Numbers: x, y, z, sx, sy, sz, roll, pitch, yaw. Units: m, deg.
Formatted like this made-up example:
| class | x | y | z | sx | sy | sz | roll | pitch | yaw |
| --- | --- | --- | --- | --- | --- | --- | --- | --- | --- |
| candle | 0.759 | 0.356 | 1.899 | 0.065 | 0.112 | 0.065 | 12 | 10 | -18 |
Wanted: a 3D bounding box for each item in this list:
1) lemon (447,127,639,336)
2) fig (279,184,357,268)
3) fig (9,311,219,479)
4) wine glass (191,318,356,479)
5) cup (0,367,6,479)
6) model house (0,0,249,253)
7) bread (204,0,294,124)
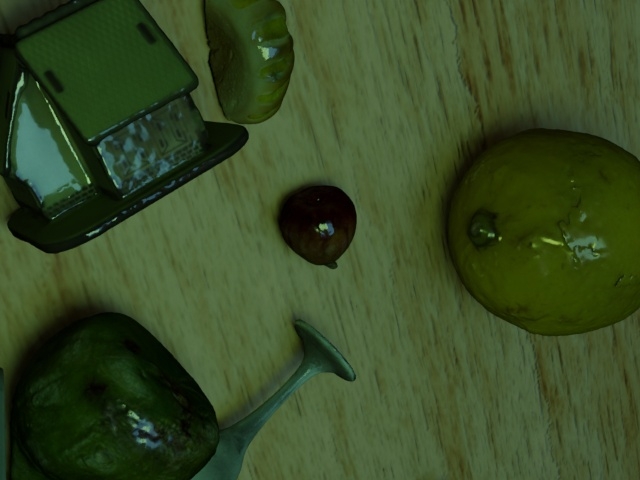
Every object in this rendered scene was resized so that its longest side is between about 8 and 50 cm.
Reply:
| class | x | y | z | sx | sy | sz | roll | pitch | yaw |
| --- | --- | --- | --- | --- | --- | --- | --- | --- | --- |
| lemon | 0.290 | -0.010 | 1.346 | 0.284 | 0.260 | 0.260 | 22 | 92 | -22 |
| fig | 0.000 | 0.000 | 1.268 | 0.089 | 0.089 | 0.125 | -29 | 137 | -23 |
| fig | -0.237 | 0.194 | 1.110 | 0.235 | 0.203 | 0.203 | -39 | 124 | 8 |
| wine glass | -0.041 | 0.279 | 1.222 | 0.309 | 0.264 | 0.096 | -44 | 158 | -15 |
| cup | -0.403 | 0.153 | 0.929 | 0.275 | 0.259 | 0.356 | 0 | 66 | -16 |
| model house | -0.229 | -0.161 | 1.003 | 0.218 | 0.205 | 0.278 | -33 | 112 | -22 |
| bread | -0.066 | -0.197 | 1.152 | 0.083 | 0.094 | 0.157 | -21 | 107 | -22 |
